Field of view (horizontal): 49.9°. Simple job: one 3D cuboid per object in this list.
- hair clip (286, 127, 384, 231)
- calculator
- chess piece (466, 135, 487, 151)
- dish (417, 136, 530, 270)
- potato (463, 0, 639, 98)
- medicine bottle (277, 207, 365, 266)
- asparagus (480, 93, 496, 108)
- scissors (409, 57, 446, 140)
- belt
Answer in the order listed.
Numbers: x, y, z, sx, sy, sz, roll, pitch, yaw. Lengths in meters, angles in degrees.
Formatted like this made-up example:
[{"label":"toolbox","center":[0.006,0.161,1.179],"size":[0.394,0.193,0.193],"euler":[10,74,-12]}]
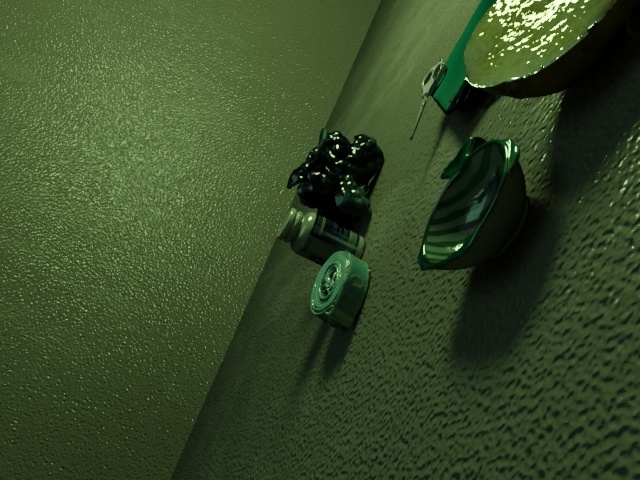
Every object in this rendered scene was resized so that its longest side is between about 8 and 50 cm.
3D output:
[{"label":"hair clip","center":[0.043,-0.167,1.777],"size":[0.194,0.206,0.310],"euler":[-53,14,42]},{"label":"calculator","center":[0.317,-0.377,1.363],"size":[0.274,0.058,0.248],"euler":[-61,9,16]},{"label":"chess piece","center":[0.249,-0.137,1.172],"size":[0.093,0.042,0.042],"euler":[125,168,-60]},{"label":"dish","center":[0.223,-0.044,0.951],"size":[0.224,0.078,0.246],"euler":[-56,14,34]},{"label":"potato","center":[0.336,-0.291,0.920],"size":[0.299,0.116,0.239],"euler":[-43,26,33]},{"label":"medicine bottle","center":[0.000,0.000,1.620],"size":[0.107,0.192,0.107],"euler":[-60,11,20]},{"label":"asparagus","center":[0.326,-0.276,1.201],"size":[0.013,0.016,0.166],"euler":[-31,-9,-30]},{"label":"scissors","center":[0.222,-0.297,1.466],"size":[0.188,0.015,0.100],"euler":[-68,12,-12]},{"label":"belt","center":[0.043,0.105,1.465],"size":[0.148,0.082,0.163],"euler":[-15,45,63]}]
